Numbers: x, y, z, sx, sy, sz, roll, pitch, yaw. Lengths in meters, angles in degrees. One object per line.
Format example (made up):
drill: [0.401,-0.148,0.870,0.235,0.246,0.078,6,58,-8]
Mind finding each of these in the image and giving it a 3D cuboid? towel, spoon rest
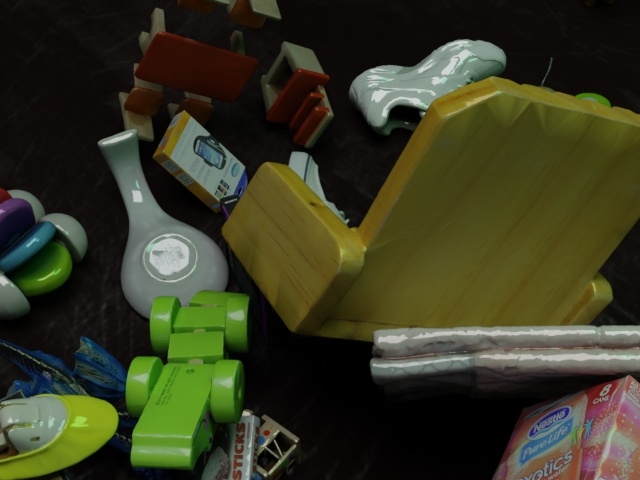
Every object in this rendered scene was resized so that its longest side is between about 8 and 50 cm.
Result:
towel: [0.211,0.135,1.114,0.317,0.332,0.053,-1,77,5]
spoon rest: [-0.214,-0.013,1.420,0.137,0.084,0.276,-20,65,-12]

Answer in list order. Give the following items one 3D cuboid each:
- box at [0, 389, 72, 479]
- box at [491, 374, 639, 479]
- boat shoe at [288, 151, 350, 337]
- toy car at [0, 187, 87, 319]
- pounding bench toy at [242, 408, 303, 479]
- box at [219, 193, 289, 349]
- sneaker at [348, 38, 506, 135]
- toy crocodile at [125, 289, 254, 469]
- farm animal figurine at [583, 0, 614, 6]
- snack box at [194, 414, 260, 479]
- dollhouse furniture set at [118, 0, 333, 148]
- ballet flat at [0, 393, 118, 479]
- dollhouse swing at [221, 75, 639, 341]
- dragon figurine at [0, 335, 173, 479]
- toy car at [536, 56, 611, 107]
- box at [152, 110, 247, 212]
box: [-0.259,0.311,1.084,0.087,0.169,0.290,-28,56,-16]
box: [0.313,0.278,0.994,0.300,0.154,0.142,40,56,-11]
boat shoe: [0.000,0.000,1.376,0.088,0.096,0.267,-1,51,-3]
toy car: [-0.396,-0.004,1.371,0.182,0.136,0.159,28,56,24]
pounding bench toy: [-0.073,0.234,1.209,0.083,0.052,0.065,31,59,26]
box: [-0.081,0.037,1.333,0.029,0.116,0.162,-19,52,-16]
sneaker: [0.165,-0.204,1.552,0.232,0.090,0.115,-20,58,-2]
toy crocodile: [-0.134,0.143,1.181,0.115,0.105,0.340,-1,26,4]
farm animal figurine: [0.576,-0.462,1.676,0.330,0.172,0.327,16,53,16]
snack box: [-0.102,0.275,1.152,0.064,0.022,0.178,-4,69,18]
dollhouse furniture set: [-0.119,-0.221,1.480,0.259,0.262,0.135,10,46,-30]
ballet flat: [-0.309,0.188,1.028,0.231,0.077,0.077,-14,51,-6]
dollhouse swing: [0.134,-0.057,1.152,0.346,0.305,0.315,8,23,-30]
dragon figurine: [-0.267,0.163,1.185,0.144,0.289,0.085,-16,35,42]
toy car: [0.311,-0.157,1.464,0.149,0.155,0.188,5,38,7]
box: [-0.156,-0.100,1.465,0.028,0.136,0.081,-19,38,40]
